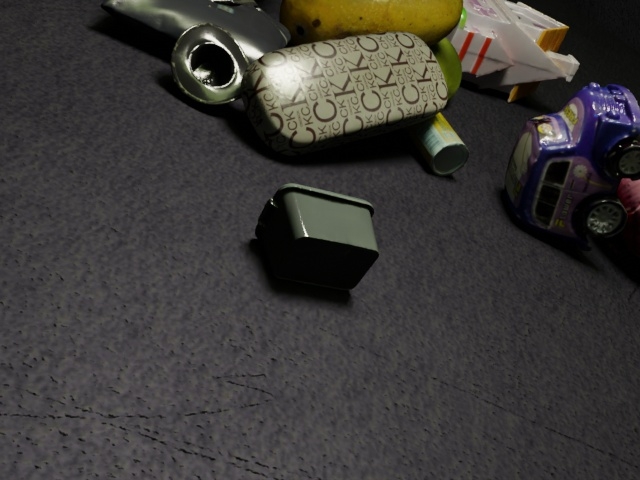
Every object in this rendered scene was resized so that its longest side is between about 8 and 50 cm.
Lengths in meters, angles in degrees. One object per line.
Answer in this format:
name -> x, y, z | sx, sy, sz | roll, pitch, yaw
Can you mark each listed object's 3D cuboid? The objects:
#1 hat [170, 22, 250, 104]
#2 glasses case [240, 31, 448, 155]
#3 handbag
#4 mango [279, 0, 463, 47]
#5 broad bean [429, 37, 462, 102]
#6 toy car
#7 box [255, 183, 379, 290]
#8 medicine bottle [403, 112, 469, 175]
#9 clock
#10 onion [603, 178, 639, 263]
hat -> -0.144, -0.222, 1.106 | 0.121, 0.050, 0.121 | 10, 67, -24
glasses case -> 0.043, -0.208, 1.164 | 0.354, 0.085, 0.137 | -21, 86, -41
handbag -> -0.165, -0.315, 1.213 | 0.254, 0.089, 0.211 | 24, 35, -11
mango -> 0.090, -0.369, 1.394 | 0.329, 0.175, 0.177 | 1, 70, -23
broad bean -> 0.199, -0.305, 1.520 | 0.124, 0.082, 0.174 | 56, 34, -14
toy car -> 0.369, -0.118, 1.247 | 0.157, 0.235, 0.172 | 11, 31, -8
box -> 0.000, 0.000, 0.877 | 0.122, 0.084, 0.069 | 11, 41, -28
medicine bottle -> 0.153, -0.189, 1.320 | 0.073, 0.074, 0.218 | 9, 37, -33
clock -> 0.367, -0.401, 1.749 | 0.309, 0.166, 0.235 | 11, 33, -17
onion -> 0.500, -0.043, 1.329 | 0.230, 0.163, 0.230 | -18, 90, -79
